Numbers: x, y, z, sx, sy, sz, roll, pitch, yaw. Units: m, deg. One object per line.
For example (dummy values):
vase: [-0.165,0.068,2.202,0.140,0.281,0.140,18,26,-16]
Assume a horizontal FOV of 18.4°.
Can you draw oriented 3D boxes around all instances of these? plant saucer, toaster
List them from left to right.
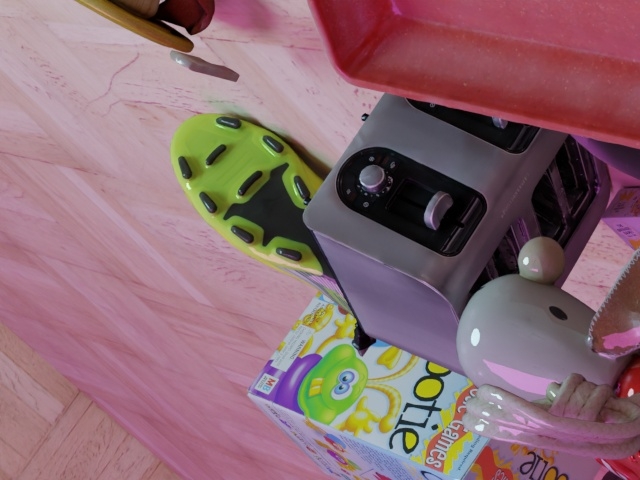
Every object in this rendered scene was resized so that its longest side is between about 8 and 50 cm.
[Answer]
toaster: [0.087,-0.015,1.222,0.110,0.168,0.186,26,161,27]
plant saucer: [0.085,-0.155,0.855,0.258,0.048,0.259,15,145,34]

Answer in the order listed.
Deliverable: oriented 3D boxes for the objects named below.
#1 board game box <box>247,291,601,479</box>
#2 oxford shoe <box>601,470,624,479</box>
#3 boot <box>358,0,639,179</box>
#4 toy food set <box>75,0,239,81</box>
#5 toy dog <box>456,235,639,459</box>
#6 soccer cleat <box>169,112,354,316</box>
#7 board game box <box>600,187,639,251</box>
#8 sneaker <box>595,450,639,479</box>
board game box: [0.096,0.150,1.720,0.275,0.142,0.144,18,156,47]
oxford shoe: [0.333,0.276,1.747,0.212,0.076,0.076,44,-155,7]
boot: [0.136,-0.116,1.027,0.305,0.112,0.115,29,-167,8]
toy food set: [-0.136,-0.192,1.375,0.218,0.071,0.128,32,-172,19]
toy dog: [0.240,0.038,1.024,0.333,0.161,0.220,10,-177,6]
soccer cleat: [0.000,0.001,1.587,0.289,0.093,0.121,33,171,9]
board game box: [0.254,0.008,1.206,0.103,0.026,0.154,42,163,-20]
sneaker: [0.252,0.159,1.535,0.128,0.087,0.221,24,159,31]
